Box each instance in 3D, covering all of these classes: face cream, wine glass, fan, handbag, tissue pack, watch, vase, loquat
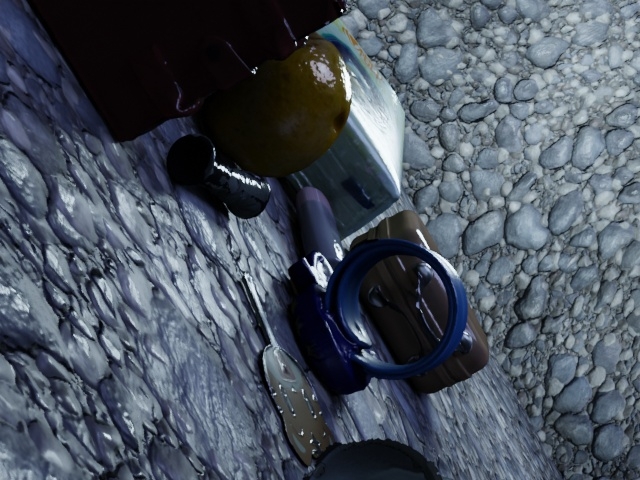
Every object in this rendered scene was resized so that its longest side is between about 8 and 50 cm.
[{"bbox_3d":[0.000,0.000,1.540,0.198,0.057,0.084,-105,172,-59],"label":"face cream"},{"bbox_3d":[0.094,0.287,1.024,0.143,0.143,0.321,67,10,29],"label":"wine glass"},{"bbox_3d":[-0.040,0.134,1.120,0.227,0.008,0.152,65,12,19],"label":"fan"},{"bbox_3d":[0.167,0.114,1.800,0.302,0.149,0.283,61,8,-9],"label":"handbag"},{"bbox_3d":[-0.143,-0.265,0.995,0.276,0.260,0.084,61,8,-10],"label":"handbag"},{"bbox_3d":[0.011,-0.215,1.766,0.287,0.162,0.388,52,20,-18],"label":"tissue pack"},{"bbox_3d":[0.074,0.081,1.294,0.196,0.200,0.171,65,14,1],"label":"watch"},{"bbox_3d":[-0.111,-0.069,1.182,0.059,0.059,0.167,64,11,18],"label":"vase"},{"bbox_3d":[-0.060,-0.195,1.381,0.213,0.213,0.213,58,11,-18],"label":"loquat"}]
